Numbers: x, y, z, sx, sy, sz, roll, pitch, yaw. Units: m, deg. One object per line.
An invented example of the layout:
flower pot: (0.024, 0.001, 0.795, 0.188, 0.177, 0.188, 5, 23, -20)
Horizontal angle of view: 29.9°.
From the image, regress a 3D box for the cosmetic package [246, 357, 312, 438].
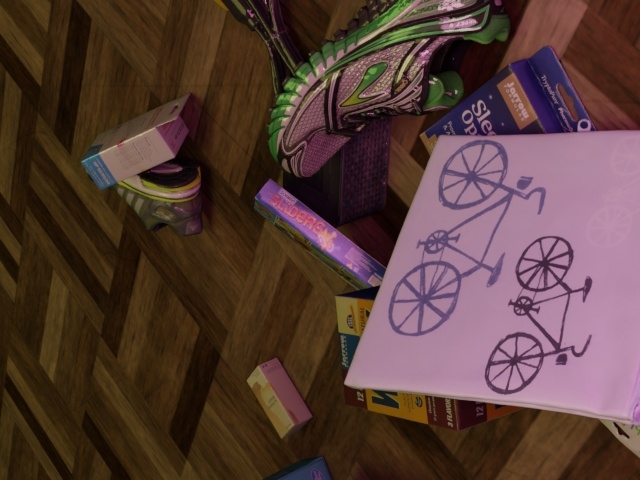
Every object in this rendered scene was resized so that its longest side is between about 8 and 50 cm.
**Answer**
cosmetic package: (-0.066, 0.254, 1.924, 0.115, 0.041, 0.060, 57, 143, 18)

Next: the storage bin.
storage bin: (0.020, -0.122, 1.575, 0.122, 0.084, 0.180, 32, 132, 42)

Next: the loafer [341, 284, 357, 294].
loafer: (0.063, 0.125, 1.671, 0.056, 0.050, 0.148, -22, 89, 56)

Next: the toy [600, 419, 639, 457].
toy: (0.345, 0.145, 1.292, 0.137, 0.056, 0.237, 45, 139, 33)

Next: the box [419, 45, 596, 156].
box: (0.211, -0.112, 1.361, 0.225, 0.037, 0.136, -37, 77, 53)

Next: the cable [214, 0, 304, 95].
cable: (-0.064, -0.304, 1.646, 0.139, 0.072, 0.287, -37, 88, 37)

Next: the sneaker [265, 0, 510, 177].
sneaker: (0.068, -0.181, 1.368, 0.343, 0.134, 0.146, -43, 78, 31)

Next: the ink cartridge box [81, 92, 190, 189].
ink cartridge box: (-0.277, -0.157, 1.898, 0.181, 0.104, 0.061, -22, 115, 20)

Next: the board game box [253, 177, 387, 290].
board game box: (0.000, 0.000, 1.582, 0.201, 0.035, 0.136, 38, 174, -1)

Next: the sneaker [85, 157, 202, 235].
sneaker: (-0.298, -0.080, 2.016, 0.300, 0.111, 0.121, 21, 128, 50)

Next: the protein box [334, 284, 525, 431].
protein box: (0.158, 0.117, 1.389, 0.200, 0.201, 0.135, 4, 102, 53)

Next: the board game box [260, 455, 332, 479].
board game box: (-0.097, 0.517, 1.842, 0.079, 0.336, 0.253, -25, 86, 56)

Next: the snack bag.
snack bag: (0.209, 0.020, 1.194, 0.343, 0.323, 0.037, 1, 149, 41)
